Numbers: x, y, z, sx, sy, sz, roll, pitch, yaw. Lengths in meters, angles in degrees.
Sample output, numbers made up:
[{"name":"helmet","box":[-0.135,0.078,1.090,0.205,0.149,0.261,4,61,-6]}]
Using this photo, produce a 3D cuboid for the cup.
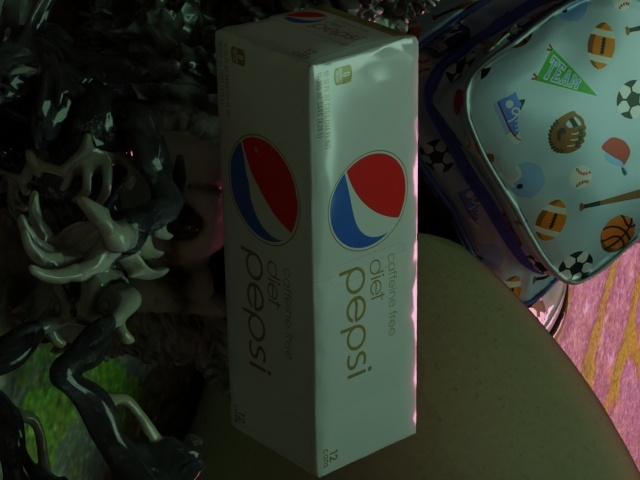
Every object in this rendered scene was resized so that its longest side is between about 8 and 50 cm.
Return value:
[{"name":"cup","box":[0.047,0.135,1.173,0.331,0.331,0.237,53,24,-60]}]

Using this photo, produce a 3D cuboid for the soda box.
[{"name":"soda box","box":[0.000,0.000,0.849,0.069,0.074,0.216,-20,121,-35]}]

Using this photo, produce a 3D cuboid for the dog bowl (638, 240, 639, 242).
[{"name":"dog bowl","box":[0.392,-0.179,2.026,0.408,0.150,0.408,9,90,-67]}]

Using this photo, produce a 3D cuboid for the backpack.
[{"name":"backpack","box":[0.168,-0.110,1.289,0.263,0.213,0.276,-43,122,-18]}]

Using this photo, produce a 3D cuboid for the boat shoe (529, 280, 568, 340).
[{"name":"boat shoe","box":[0.155,0.068,1.601,0.103,0.113,0.302,83,28,-46]}]

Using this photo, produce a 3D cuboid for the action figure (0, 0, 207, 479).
[{"name":"action figure","box":[-0.134,0.005,0.800,0.141,0.164,0.275,-6,86,-57]}]

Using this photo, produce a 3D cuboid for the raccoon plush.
[{"name":"raccoon plush","box":[-0.015,-0.082,1.051,0.446,0.216,0.299,-20,124,-65]}]
